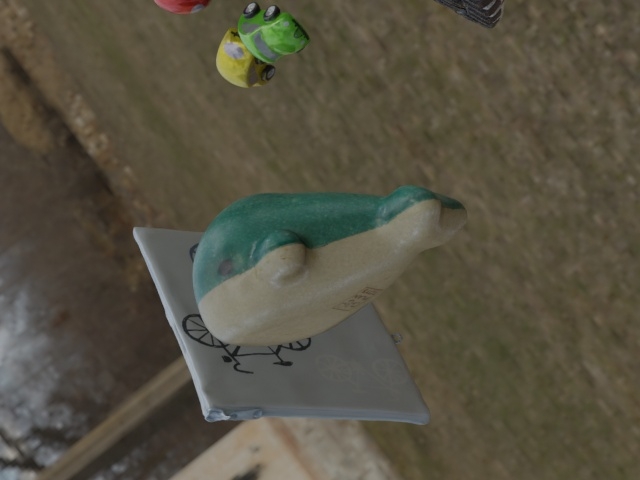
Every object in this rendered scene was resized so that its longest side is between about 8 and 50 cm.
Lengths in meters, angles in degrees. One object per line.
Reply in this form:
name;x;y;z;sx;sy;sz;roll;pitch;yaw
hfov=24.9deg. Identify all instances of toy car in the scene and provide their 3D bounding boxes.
toy car;-0.100;-0.250;1.738;0.225;0.053;0.239;18;157;52

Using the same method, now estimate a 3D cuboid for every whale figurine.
whale figurine;0.000;0.000;1.396;0.216;0.272;0.141;13;-127;-62

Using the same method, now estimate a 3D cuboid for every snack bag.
snack bag;-0.046;0.109;1.803;0.323;0.037;0.342;6;-143;-31

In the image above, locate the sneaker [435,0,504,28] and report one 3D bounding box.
sneaker;0.176;-0.327;1.508;0.106;0.162;0.281;31;179;9
